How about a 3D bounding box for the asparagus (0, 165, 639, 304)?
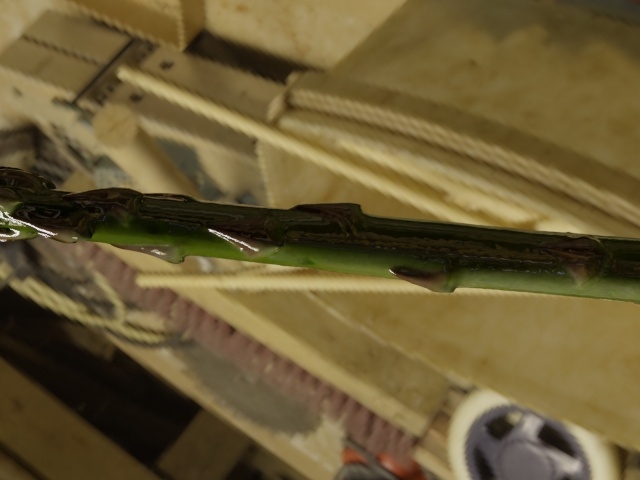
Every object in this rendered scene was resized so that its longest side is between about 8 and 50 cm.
[{"bbox_3d":[0.000,0.000,0.356,0.248,0.024,0.025,5,140,-15],"label":"asparagus"}]
